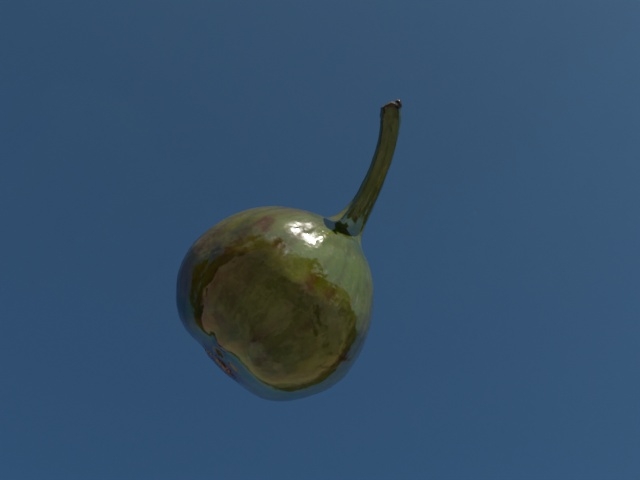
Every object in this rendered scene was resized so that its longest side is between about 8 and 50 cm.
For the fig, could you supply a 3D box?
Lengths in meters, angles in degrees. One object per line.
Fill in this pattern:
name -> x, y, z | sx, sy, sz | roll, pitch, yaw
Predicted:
fig -> 0.000, 0.000, 0.663 | 0.149, 0.149, 0.245 | 44, -109, -21
